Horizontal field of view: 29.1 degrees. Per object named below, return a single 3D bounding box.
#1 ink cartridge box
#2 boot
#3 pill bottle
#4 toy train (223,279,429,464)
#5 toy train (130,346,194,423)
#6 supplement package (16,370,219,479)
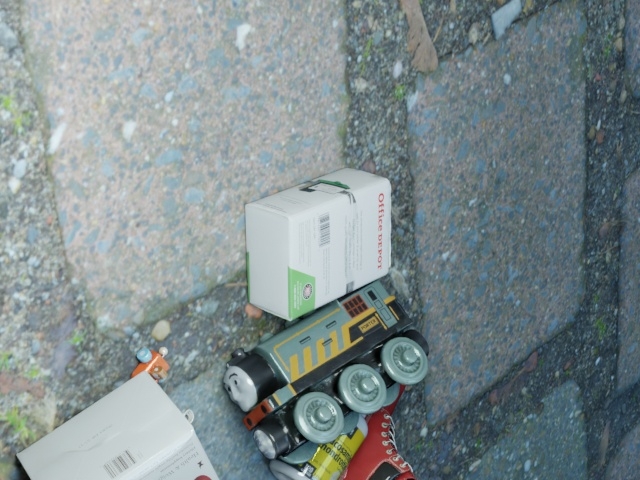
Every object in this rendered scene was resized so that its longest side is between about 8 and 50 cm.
[{"bbox_3d":[0.000,0.000,1.798,0.219,0.092,0.160,-23,121,-44],"label":"ink cartridge box"},{"bbox_3d":[0.113,0.319,1.992,0.244,0.176,0.088,-54,136,-23],"label":"boot"},{"bbox_3d":[0.009,0.306,1.921,0.184,0.103,0.103,-54,138,-21],"label":"pill bottle"},{"bbox_3d":[0.011,0.189,1.826,0.334,0.190,0.142,-29,168,-34],"label":"toy train"},{"bbox_3d":[-0.217,0.230,1.668,0.125,0.046,0.166,-49,135,-26],"label":"toy train"},{"bbox_3d":[-0.237,0.319,1.561,0.194,0.149,0.203,-33,130,-15],"label":"supplement package"}]
